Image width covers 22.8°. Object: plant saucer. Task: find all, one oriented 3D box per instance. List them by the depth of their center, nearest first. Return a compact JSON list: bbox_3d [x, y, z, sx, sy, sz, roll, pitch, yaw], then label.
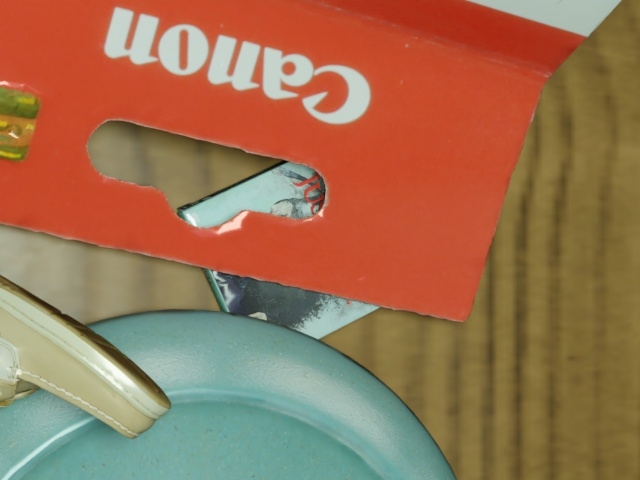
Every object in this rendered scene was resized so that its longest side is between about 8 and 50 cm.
[{"bbox_3d":[-0.060,0.191,0.724,0.317,0.043,0.318,0,89,-18],"label":"plant saucer"}]

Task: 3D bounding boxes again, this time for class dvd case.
[{"bbox_3d":[0.000,0.000,0.777,0.119,0.013,0.087,-25,97,-21],"label":"dvd case"}]

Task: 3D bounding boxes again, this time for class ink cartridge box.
[{"bbox_3d":[0.004,-0.155,0.664,0.308,0.091,0.385,13,104,-21],"label":"ink cartridge box"}]

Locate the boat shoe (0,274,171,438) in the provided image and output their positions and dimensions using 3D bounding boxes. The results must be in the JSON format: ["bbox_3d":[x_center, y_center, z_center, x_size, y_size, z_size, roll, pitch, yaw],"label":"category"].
[{"bbox_3d":[-0.145,0.045,0.679,0.170,0.063,0.059,30,84,12],"label":"boat shoe"}]
